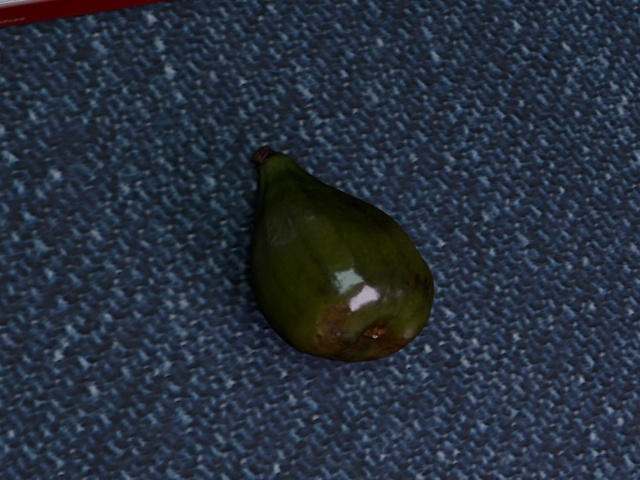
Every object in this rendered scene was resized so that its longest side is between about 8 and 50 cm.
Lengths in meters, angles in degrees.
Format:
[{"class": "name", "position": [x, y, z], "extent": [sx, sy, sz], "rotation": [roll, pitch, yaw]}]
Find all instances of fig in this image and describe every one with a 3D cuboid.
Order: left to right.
[{"class": "fig", "position": [-0.001, 0.017, 1.131], "extent": [0.133, 0.185, 0.126], "rotation": [-12, 123, -28]}]

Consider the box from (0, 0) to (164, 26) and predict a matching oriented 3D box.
[{"class": "box", "position": [-0.210, -0.232, 1.110], "extent": [0.229, 0.050, 0.123], "rotation": [-14, 83, -23]}]
